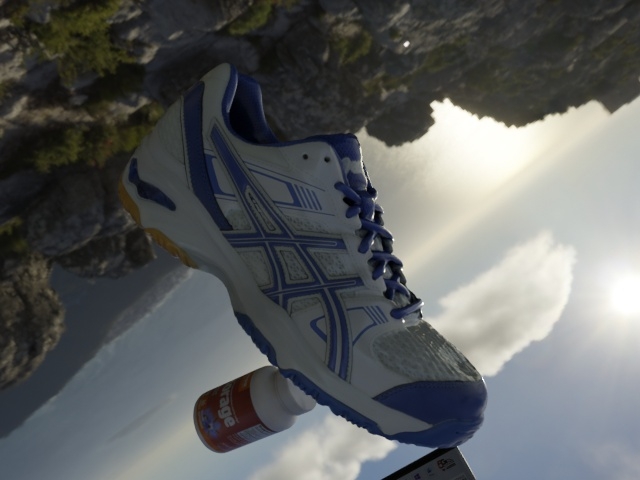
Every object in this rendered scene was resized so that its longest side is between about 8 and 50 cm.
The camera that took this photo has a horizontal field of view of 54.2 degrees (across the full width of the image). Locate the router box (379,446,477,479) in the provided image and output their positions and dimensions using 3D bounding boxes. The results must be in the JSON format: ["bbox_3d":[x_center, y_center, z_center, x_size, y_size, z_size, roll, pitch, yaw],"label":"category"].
[{"bbox_3d":[0.062,0.376,0.818,0.309,0.081,0.243,-28,156,0],"label":"router box"}]

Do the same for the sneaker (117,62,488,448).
[{"bbox_3d":[0.000,0.000,0.401,0.131,0.296,0.112,-53,168,13],"label":"sneaker"}]

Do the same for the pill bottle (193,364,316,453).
[{"bbox_3d":[-0.118,0.301,1.146,0.216,0.121,0.121,-29,177,24],"label":"pill bottle"}]
